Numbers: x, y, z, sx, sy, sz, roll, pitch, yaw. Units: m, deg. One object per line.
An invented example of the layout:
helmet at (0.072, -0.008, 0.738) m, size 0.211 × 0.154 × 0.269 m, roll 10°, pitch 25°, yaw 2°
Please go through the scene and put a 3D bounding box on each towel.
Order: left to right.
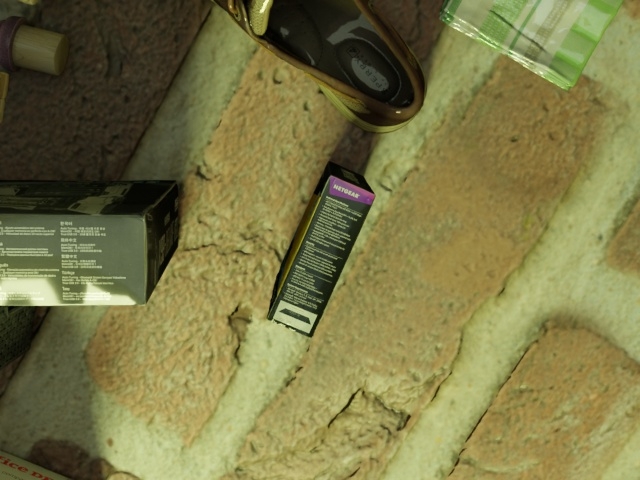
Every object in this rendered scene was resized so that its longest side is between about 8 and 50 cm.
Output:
towel at (0.206, -0.230, 0.753) m, size 0.152 × 0.023 × 0.113 m, roll 29°, pitch 100°, yaw -3°

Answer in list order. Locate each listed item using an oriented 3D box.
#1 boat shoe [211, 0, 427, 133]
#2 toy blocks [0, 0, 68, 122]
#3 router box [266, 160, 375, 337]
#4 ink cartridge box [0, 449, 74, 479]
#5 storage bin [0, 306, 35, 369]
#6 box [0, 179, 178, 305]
boat shoe at (-0.032, -0.232, 0.710) m, size 0.123 × 0.123 × 0.342 m, roll -43°, pitch 95°, yaw 8°
toy blocks at (-0.357, -0.277, 0.637) m, size 0.260 × 0.288 × 0.308 m, roll 14°, pitch 103°, yaw -3°
router box at (0.000, 0.000, 0.718) m, size 0.046 × 0.179 × 0.133 m, roll 24°, pitch 98°, yaw -4°
ink cartridge box at (-0.335, 0.303, 0.750) m, size 0.172 × 0.237 × 0.100 m, roll 23°, pitch 96°, yaw -1°
storage bin at (-0.388, 0.066, 0.771) m, size 0.180 × 0.122 × 0.084 m, roll 10°, pitch 99°, yaw 0°
box at (-0.290, -0.006, 0.680) m, size 0.308 × 0.242 × 0.076 m, roll 0°, pitch 100°, yaw -4°
